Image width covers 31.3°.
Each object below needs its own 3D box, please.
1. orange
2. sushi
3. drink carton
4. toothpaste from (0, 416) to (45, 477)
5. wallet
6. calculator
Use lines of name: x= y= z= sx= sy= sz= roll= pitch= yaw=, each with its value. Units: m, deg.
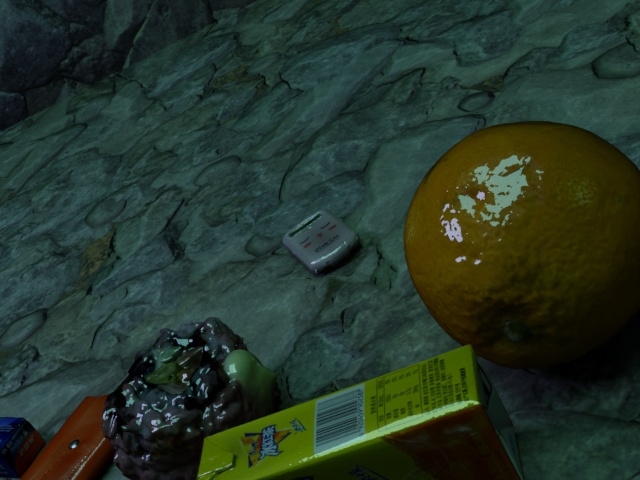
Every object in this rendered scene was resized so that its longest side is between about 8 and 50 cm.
orange: x=0.256 y=0.004 z=1.388 sx=0.312 sy=0.312 sz=0.312 roll=-23 pitch=30 yaw=14
sushi: x=-0.168 y=0.225 z=1.567 sx=0.237 sy=0.170 sz=0.270 roll=-20 pitch=26 yaw=18
drink carton: x=0.045 y=0.261 z=1.331 sx=0.351 sy=0.154 sz=0.111 roll=-22 pitch=30 yaw=14
toothpaste: x=-0.594 y=0.339 z=1.887 sx=0.321 sy=0.066 sz=0.076 roll=-7 pitch=37 yaw=37
wallet: x=-0.371 y=0.321 z=1.730 sx=0.142 sy=0.045 sz=0.204 roll=-1 pitch=41 yaw=41
calculator: x=0.000 y=0.000 z=1.904 sx=0.100 sy=0.032 sz=0.175 roll=-35 pitch=29 yaw=-8
